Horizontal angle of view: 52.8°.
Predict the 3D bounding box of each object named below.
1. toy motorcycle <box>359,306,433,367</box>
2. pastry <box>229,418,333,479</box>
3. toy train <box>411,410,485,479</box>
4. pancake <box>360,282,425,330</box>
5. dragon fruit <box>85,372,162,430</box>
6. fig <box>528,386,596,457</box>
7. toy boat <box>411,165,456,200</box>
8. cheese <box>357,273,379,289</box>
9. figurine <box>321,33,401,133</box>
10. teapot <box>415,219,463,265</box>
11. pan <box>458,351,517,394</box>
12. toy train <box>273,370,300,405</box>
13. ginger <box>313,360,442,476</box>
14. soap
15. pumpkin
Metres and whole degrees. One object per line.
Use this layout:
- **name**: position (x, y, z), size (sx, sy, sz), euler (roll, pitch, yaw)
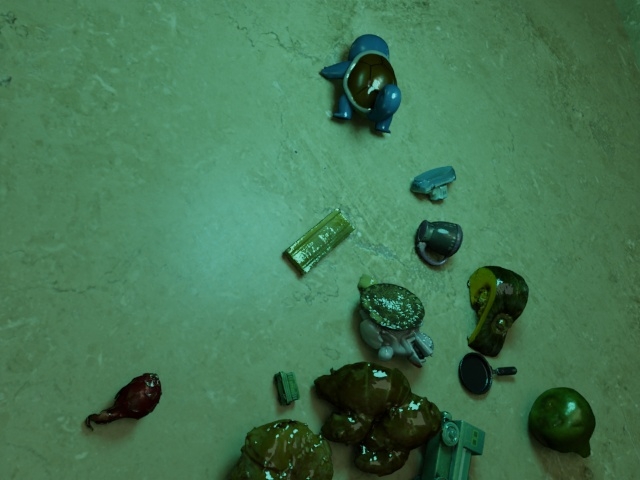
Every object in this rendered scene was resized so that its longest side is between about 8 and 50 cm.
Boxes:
- **toy motorcycle**: position (0.214, 0.289, 1.915), size (0.260, 0.110, 0.171), euler (36, 55, -5)
- **pastry**: position (-0.102, 0.595, 1.566), size (0.255, 0.162, 0.310), euler (31, 56, -19)
- **toy train**: position (0.367, 0.652, 1.848), size (0.194, 0.120, 0.298), euler (31, 60, -25)
- **pancake**: position (0.213, 0.194, 1.908), size (0.199, 0.021, 0.199), euler (9, 41, -8)
- **dragon fruit**: position (-0.451, 0.386, 1.508), size (0.190, 0.094, 0.094), euler (-35, 89, -14)
- **fig**: position (0.811, 0.611, 2.102), size (0.275, 0.206, 0.206), euler (45, 53, -24)
- **toy boat**: position (0.406, -0.194, 2.261), size (0.215, 0.088, 0.102), euler (-26, 119, -36)
- **cheese**: position (0.153, 0.143, 1.980), size (0.084, 0.041, 0.060), euler (44, 56, -8)
- **figurine**: position (0.157, -0.512, 2.181), size (0.298, 0.243, 0.416), euler (8, 45, -18)
- **teapot**: position (0.386, -0.002, 2.157), size (0.146, 0.148, 0.116), euler (17, 25, -11)
- **pan**: position (0.542, 0.431, 2.096), size (0.235, 0.028, 0.136), euler (3, 69, -26)
- **toy train**: position (-0.090, 0.396, 1.735), size (0.056, 0.038, 0.093), euler (-2, 70, -38)
- **ginger**: position (0.146, 0.475, 1.776), size (0.357, 0.152, 0.274), euler (44, 84, -3)
- **soap**: position (0.000, 0.000, 1.954), size (0.092, 0.037, 0.252), euler (51, 55, -1)
- **pumpkin**: position (0.568, 0.221, 2.170), size (0.139, 0.190, 0.280), euler (21, 104, -22)
